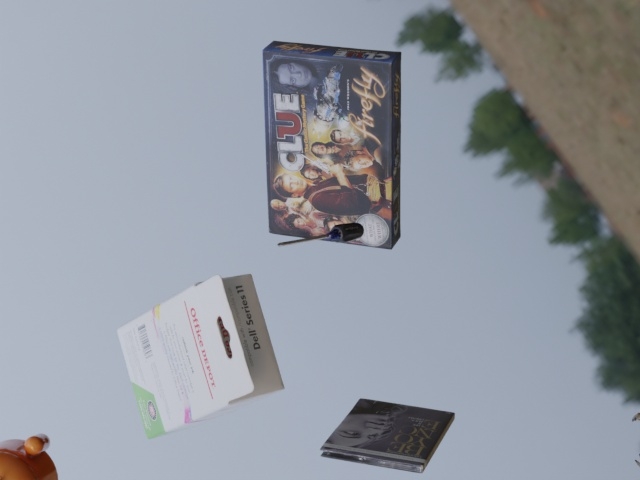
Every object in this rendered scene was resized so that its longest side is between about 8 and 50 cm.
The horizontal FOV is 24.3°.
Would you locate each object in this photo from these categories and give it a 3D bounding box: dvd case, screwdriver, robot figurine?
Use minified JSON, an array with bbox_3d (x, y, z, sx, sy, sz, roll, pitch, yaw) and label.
[{"bbox_3d":[0.110,0.307,2.362,0.221,0.164,0.018,-41,-44,-66],"label":"dvd case"},{"bbox_3d":[0.000,0.000,1.695,0.170,0.024,0.025,-19,-77,-55],"label":"screwdriver"},{"bbox_3d":[-0.443,0.352,2.087,0.219,0.158,0.128,-23,-86,-87],"label":"robot figurine"}]

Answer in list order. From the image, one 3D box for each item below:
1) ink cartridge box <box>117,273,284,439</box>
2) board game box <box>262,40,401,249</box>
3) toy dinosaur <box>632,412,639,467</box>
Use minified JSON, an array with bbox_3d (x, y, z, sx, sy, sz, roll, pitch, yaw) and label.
[{"bbox_3d":[-0.184,0.185,2.440,0.119,0.353,0.207,-10,-101,-37],"label":"ink cartridge box"},{"bbox_3d":[0.015,-0.115,1.806,0.042,0.165,0.243,-51,-36,-58],"label":"board game box"},{"bbox_3d":[0.389,0.229,1.615,0.092,0.053,0.183,6,-114,-43],"label":"toy dinosaur"}]
